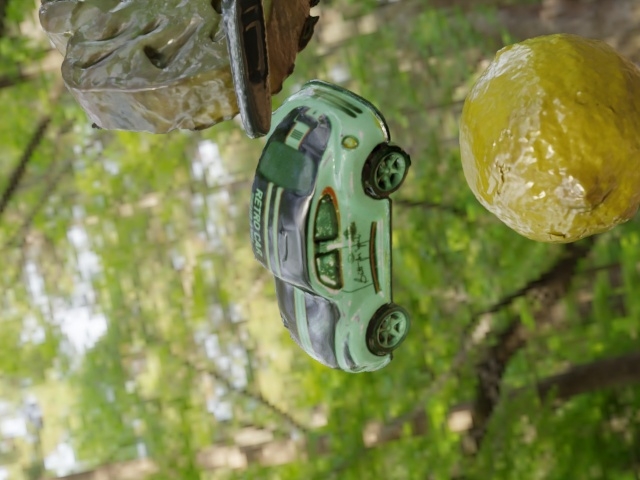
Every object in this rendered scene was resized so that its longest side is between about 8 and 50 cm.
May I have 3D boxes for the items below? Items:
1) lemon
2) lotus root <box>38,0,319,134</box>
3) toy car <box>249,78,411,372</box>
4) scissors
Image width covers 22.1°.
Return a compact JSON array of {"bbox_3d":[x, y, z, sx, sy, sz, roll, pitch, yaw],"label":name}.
[{"bbox_3d":[0.226,-0.098,1.548,0.231,0.192,0.192,-89,-17,-57],"label":"lemon"},{"bbox_3d":[-0.175,-0.296,2.116,0.390,0.375,0.111,46,164,44],"label":"lotus root"},{"bbox_3d":[0.000,0.000,1.607,0.136,0.125,0.306,29,129,43],"label":"toy car"},{"bbox_3d":[-0.048,-0.153,0.984,0.088,0.017,0.220,-38,-42,-33],"label":"scissors"}]
